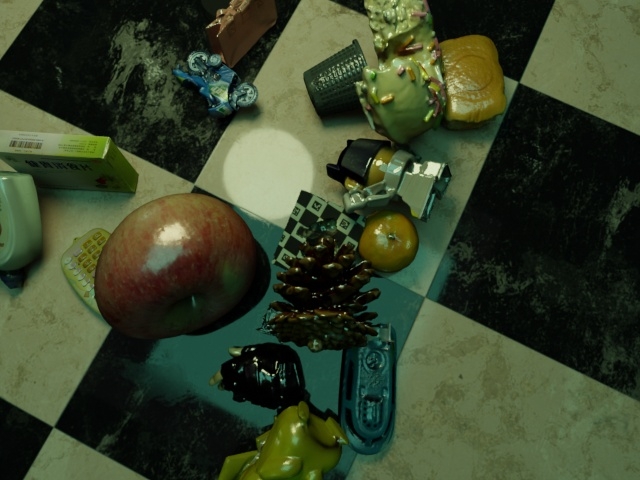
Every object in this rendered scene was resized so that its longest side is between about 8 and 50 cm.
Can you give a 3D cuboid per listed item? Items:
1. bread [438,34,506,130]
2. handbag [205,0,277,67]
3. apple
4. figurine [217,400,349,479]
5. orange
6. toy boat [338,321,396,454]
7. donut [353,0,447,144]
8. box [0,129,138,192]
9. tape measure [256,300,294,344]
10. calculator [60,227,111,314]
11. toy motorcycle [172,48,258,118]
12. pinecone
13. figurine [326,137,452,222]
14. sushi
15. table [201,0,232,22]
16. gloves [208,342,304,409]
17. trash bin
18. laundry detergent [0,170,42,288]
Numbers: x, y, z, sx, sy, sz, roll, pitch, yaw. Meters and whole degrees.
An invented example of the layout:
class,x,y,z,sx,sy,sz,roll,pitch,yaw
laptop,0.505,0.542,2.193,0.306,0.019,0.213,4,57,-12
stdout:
class,x,y,z,sx,sy,sz,roll,pitch,yaw
bread,0.386,-0.414,1.104,0.173,0.121,0.246,-4,81,-2
handbag,-0.206,-0.581,1.109,0.059,0.157,0.212,39,81,6
apple,-0.314,0.043,0.912,0.344,0.345,0.269,-27,59,-6
figurine,-0.098,0.504,0.888,0.218,0.169,0.327,38,73,-17
orange,0.163,0.001,1.015,0.156,0.124,0.156,-1,76,3
toy boat,0.115,0.341,0.966,0.134,0.092,0.299,4,78,-3
donut,0.199,-0.399,0.982,0.150,0.307,0.371,-8,60,28
box,-0.607,-0.187,1.015,0.260,0.175,0.062,4,70,0
tape measure,-0.097,0.195,1.009,0.091,0.054,0.094,29,85,1
calculator,-0.540,0.076,1.040,0.157,0.033,0.236,-44,80,-8
toy motorcycle,-0.285,-0.410,1.112,0.254,0.092,0.136,39,90,16
pinecone,0.016,0.115,0.905,0.263,0.264,0.264,0,79,-1
figurine,0.159,-0.163,1.012,0.308,0.308,0.143,14,120,2
sushi,0.000,0.000,1.032,0.192,0.040,0.210,25,108,9
table,-0.270,-0.680,1.187,0.133,0.043,0.134,0,78,0
gloves,-0.154,0.315,0.961,0.203,0.124,0.165,-11,61,-11
trash bin,0.046,-0.403,1.085,0.160,0.175,0.176,-20,79,9
laundry detergent,-0.767,-0.024,1.004,0.214,0.105,0.281,8,106,20
